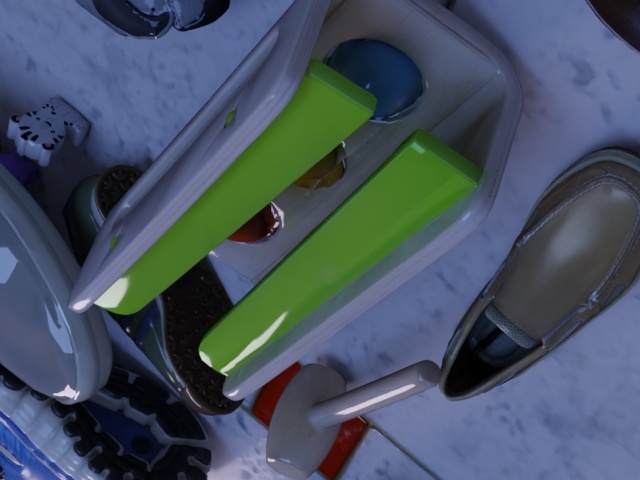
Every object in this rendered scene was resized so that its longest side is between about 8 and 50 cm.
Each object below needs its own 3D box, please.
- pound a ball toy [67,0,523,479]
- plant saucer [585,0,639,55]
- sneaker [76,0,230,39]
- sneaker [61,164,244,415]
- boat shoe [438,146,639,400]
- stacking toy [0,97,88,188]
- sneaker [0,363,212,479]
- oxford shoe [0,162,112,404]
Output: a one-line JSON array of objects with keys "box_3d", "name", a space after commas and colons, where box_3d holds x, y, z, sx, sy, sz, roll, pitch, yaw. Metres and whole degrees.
[{"box_3d": [0.000, 0.000, 0.758, 0.208, 0.136, 0.319, 32, 141, -15], "name": "pound a ball toy"}, {"box_3d": [0.181, -0.147, 0.552, 0.168, 0.029, 0.168, 21, 129, 28], "name": "plant saucer"}, {"box_3d": [-0.088, -0.190, 0.722, 0.132, 0.086, 0.229, 47, 148, -3], "name": "sneaker"}, {"box_3d": [-0.122, 0.038, 0.920, 0.086, 0.064, 0.192, -9, 112, 52], "name": "sneaker"}, {"box_3d": [0.120, 0.030, 0.694, 0.068, 0.072, 0.190, 39, 136, 12], "name": "boat shoe"}, {"box_3d": [-0.275, -0.078, 0.972, 0.221, 0.052, 0.167, 39, 136, 14], "name": "stacking toy"}, {"box_3d": [-0.244, 0.130, 1.034, 0.330, 0.130, 0.147, 41, 134, 11], "name": "sneaker"}, {"box_3d": [-0.326, -0.033, 0.921, 0.449, 0.130, 0.169, 42, 139, 12], "name": "oxford shoe"}]
